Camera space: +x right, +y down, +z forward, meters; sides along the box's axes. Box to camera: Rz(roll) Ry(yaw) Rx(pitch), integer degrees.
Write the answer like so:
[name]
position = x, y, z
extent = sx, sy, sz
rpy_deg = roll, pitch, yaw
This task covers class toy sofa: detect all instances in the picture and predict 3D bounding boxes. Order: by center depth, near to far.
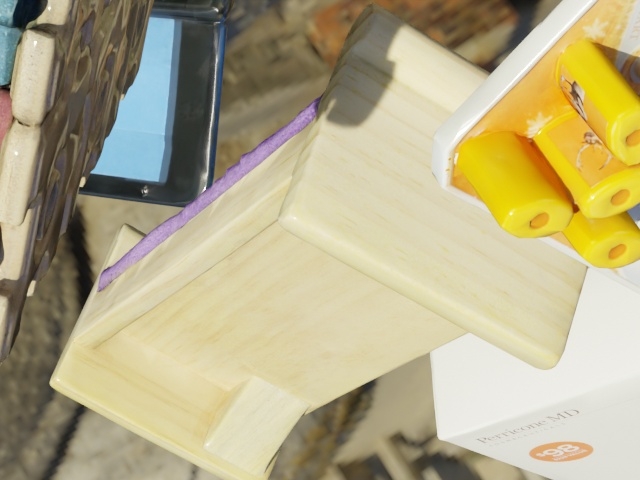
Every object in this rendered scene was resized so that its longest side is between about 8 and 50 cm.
[toy sofa]
position = 0.000, 0.000, 0.929
extent = 0.362, 0.150, 0.177
rpy_deg = -34, -149, 59

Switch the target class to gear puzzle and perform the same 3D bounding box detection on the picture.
[gear puzzle]
position = -0.080, -0.110, 0.598
extent = 0.339, 0.044, 0.175
rpy_deg = -81, -175, -63

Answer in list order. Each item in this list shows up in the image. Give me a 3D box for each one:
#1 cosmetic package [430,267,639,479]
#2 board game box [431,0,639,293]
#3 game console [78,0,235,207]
[cosmetic package]
position = 0.309, 0.080, 1.207
extent = 0.377, 0.097, 0.284
rpy_deg = -24, 145, 35
[board game box]
position = 0.294, -0.085, 0.657
extent = 0.390, 0.050, 0.390
rpy_deg = -46, 137, 19
[game console]
position = -0.233, -0.173, 1.408
extent = 0.250, 0.293, 0.173
rpy_deg = 55, 48, -53
